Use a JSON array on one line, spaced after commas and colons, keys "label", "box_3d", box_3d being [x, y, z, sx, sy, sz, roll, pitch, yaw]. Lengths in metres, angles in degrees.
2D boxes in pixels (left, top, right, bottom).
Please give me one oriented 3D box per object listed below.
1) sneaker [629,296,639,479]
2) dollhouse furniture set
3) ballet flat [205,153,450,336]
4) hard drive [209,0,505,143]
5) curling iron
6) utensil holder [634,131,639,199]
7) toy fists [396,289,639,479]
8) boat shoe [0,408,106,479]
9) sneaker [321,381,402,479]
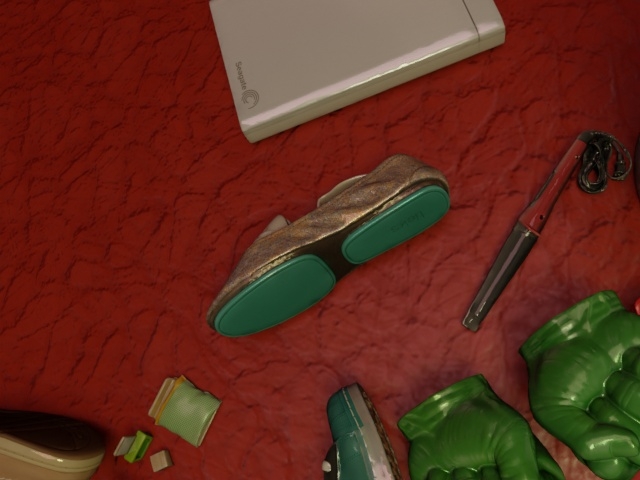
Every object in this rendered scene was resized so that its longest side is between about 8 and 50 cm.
[{"label": "sneaker", "box_3d": [0.336, 0.134, 0.523, 0.221, 0.087, 0.128, -48, 49, 0]}, {"label": "dollhouse furniture set", "box_3d": [-0.188, 0.235, 0.631, 0.076, 0.058, 0.152, 23, 81, 20]}, {"label": "ballet flat", "box_3d": [0.000, 0.000, 0.642, 0.316, 0.108, 0.106, -29, 48, 0]}, {"label": "hard drive", "box_3d": [0.035, -0.299, 0.740, 0.352, 0.047, 0.233, -20, 69, 9]}, {"label": "curling iron", "box_3d": [0.245, -0.012, 0.600, 0.068, 0.035, 0.274, 39, 86, 22]}, {"label": "utensil holder", "box_3d": [0.446, -0.129, 0.393, 0.327, 0.385, 0.328, -4, 73, 15]}, {"label": "toy fists", "box_3d": [0.201, 0.170, 0.494, 0.279, 0.096, 0.142, -38, 56, 14]}, {"label": "boat shoe", "box_3d": [-0.402, 0.265, 0.656, 0.341, 0.121, 0.110, -1, 78, 26]}, {"label": "sneaker", "box_3d": [0.034, 0.298, 0.525, 0.121, 0.108, 0.302, -16, 71, 6]}]
